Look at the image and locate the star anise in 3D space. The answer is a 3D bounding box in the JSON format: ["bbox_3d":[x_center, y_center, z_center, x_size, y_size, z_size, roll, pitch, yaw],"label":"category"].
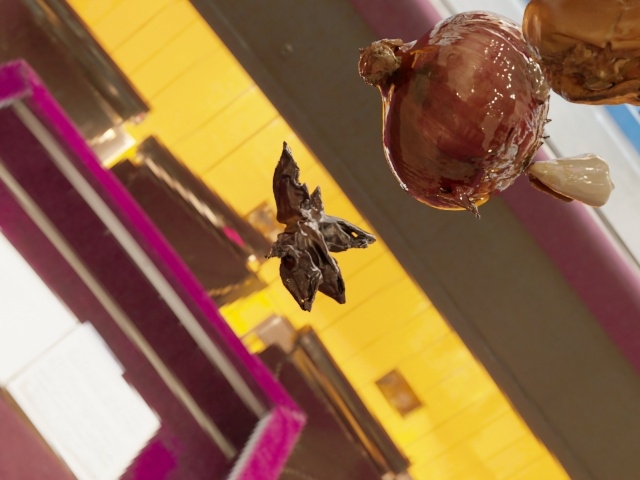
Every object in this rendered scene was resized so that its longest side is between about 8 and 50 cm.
[{"bbox_3d":[-0.003,0.002,1.391,0.157,0.053,0.212,31,47,-36],"label":"star anise"}]

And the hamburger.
[{"bbox_3d":[0.380,-0.248,1.371,0.314,0.290,0.170,-59,139,-62],"label":"hamburger"}]

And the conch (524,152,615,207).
[{"bbox_3d":[0.426,-0.099,2.032,0.104,0.176,0.094,-145,-130,-62],"label":"conch"}]

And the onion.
[{"bbox_3d":[0.245,-0.213,2.010,0.353,0.353,0.353,47,18,-21],"label":"onion"}]
